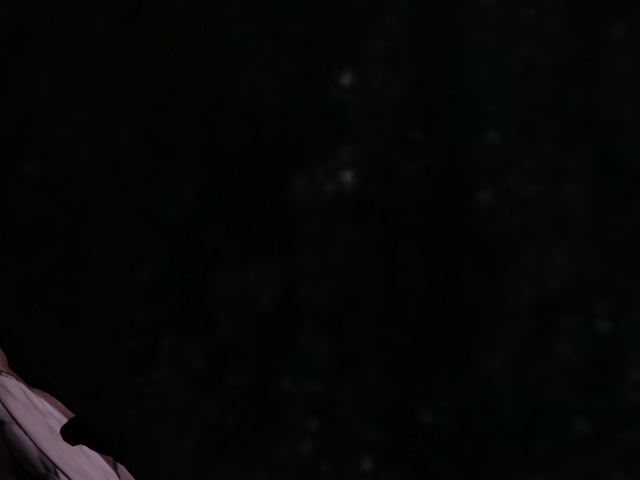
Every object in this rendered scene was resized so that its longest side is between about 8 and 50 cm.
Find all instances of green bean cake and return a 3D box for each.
[{"bbox_3d":[0.000,0.000,0.509,0.307,0.300,0.169,6,-2,21],"label":"green bean cake"}]
